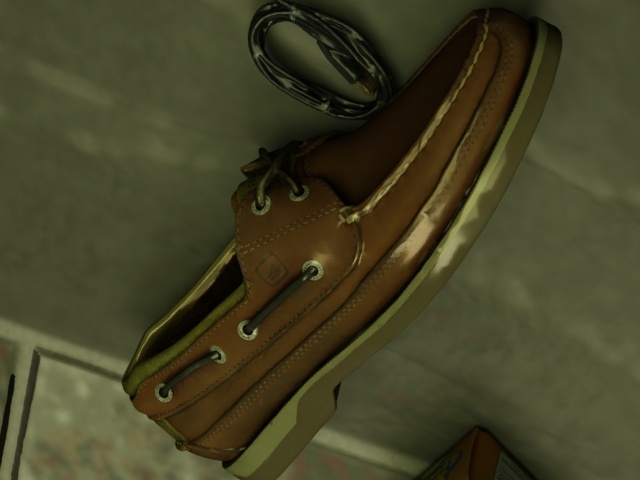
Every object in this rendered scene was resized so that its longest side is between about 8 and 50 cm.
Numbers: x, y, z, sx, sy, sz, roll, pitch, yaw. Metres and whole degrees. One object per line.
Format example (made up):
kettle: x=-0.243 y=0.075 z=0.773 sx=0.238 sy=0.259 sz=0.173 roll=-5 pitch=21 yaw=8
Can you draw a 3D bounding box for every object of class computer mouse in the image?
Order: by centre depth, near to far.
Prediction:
computer mouse: x=-0.044 y=-0.159 z=0.703 sx=0.071 sy=0.041 sz=0.242 roll=-34 pitch=103 yaw=21

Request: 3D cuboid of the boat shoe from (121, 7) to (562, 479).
boat shoe: x=0.000 y=0.000 z=0.691 sx=0.104 sy=0.110 sz=0.307 roll=31 pitch=113 yaw=-9

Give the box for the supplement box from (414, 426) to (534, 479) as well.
supplement box: x=0.139 y=0.218 z=0.752 sx=0.233 sy=0.080 sz=0.078 roll=45 pitch=111 yaw=0
